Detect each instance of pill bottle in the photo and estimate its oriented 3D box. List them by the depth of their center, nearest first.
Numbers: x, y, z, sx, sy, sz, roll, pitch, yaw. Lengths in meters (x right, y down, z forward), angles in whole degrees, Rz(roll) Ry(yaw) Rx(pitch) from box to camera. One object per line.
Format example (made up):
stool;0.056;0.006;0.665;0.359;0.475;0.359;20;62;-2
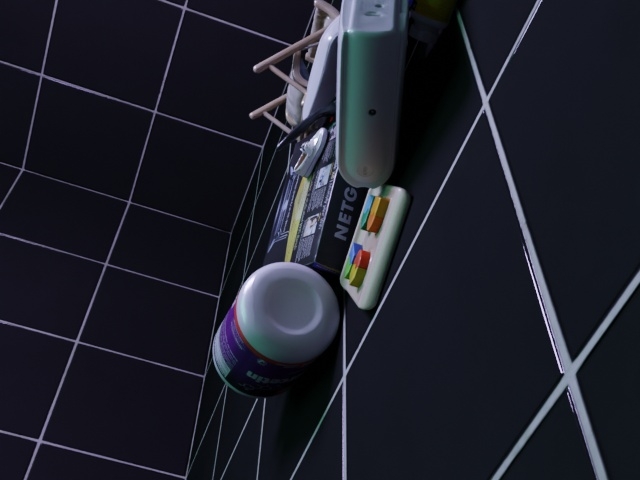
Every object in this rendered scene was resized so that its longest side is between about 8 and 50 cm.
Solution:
pill bottle;0.182;-0.375;1.408;0.065;0.065;0.116;-95;23;-65
pill bottle;-0.093;0.179;1.621;0.323;0.182;0.181;123;161;-59

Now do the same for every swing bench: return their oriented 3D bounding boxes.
swing bench;-0.028;-0.391;2.127;0.254;0.165;0.253;-50;-8;-18

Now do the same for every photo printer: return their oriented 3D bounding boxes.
photo printer;0.082;-0.257;1.437;0.256;0.107;0.307;-82;-6;-48

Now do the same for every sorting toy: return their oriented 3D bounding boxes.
sorting toy;0.077;0.002;1.417;0.208;0.038;0.192;-141;69;-79

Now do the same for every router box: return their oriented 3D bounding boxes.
router box;0.001;-0.069;1.681;0.243;0.081;0.308;-20;52;61

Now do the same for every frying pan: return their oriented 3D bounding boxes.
frying pan;0.060;-0.284;1.628;0.326;0.053;0.197;-48;1;-37

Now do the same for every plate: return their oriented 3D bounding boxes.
plate;0.064;-0.372;1.665;0.278;0.045;0.277;-46;-12;-27

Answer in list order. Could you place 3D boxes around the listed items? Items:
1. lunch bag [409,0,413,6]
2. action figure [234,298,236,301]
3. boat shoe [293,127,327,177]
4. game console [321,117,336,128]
lunch bag;0.161;-0.544;1.731;0.129;0.096;0.151;126;130;-61
action figure;-0.102;0.136;1.874;0.164;0.141;0.275;-63;-2;33
boat shoe;-0.021;-0.168;1.664;0.100;0.035;0.035;-63;23;11
game console;0.030;-0.221;2.024;0.342;0.060;0.386;-76;10;-47
